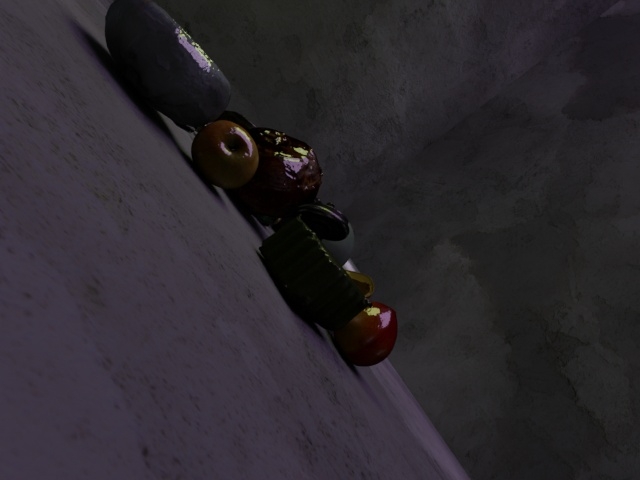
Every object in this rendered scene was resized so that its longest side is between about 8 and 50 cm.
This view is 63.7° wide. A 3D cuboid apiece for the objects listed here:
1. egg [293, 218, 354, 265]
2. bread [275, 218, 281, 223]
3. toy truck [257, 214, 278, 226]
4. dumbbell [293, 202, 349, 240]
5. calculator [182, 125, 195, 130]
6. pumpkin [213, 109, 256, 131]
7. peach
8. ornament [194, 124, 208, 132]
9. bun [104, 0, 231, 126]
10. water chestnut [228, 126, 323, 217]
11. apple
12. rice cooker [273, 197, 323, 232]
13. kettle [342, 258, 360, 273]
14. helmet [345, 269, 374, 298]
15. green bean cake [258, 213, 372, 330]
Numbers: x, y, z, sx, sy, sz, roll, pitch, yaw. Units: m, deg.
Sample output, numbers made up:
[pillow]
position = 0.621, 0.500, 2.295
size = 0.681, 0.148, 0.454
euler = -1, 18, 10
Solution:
[egg]
position = 0.000, 0.000, 2.086
size = 0.276, 0.276, 0.389
euler = 53, 0, 6
[bread]
position = -0.285, -0.214, 2.167
size = 0.368, 0.077, 0.084
euler = 54, 0, 13
[toy truck]
position = -0.233, -0.156, 1.992
size = 0.125, 0.101, 0.243
euler = 33, 18, -50
[dumbbell]
position = -0.023, 0.004, 1.605
size = 0.191, 0.290, 0.192
euler = 21, -22, 9
[calculator]
position = -0.497, -0.440, 1.725
size = 0.161, 0.021, 0.262
euler = 53, 0, -8
[pumpkin]
position = -0.289, -0.320, 1.872
size = 0.169, 0.148, 0.312
euler = 20, -15, 12
[peach]
position = 0.139, 0.268, 1.500
size = 0.197, 0.197, 0.197
euler = 53, 1, -1
[ornament]
position = -0.434, -0.400, 1.964
size = 0.195, 0.153, 0.166
euler = 28, -7, 16
[bun]
position = -0.393, -0.439, 1.295
size = 0.354, 0.194, 0.354
euler = 45, 0, 0
[water chestnut]
position = -0.168, -0.203, 1.724
size = 0.350, 0.302, 0.351
euler = 18, 31, -11
[apple]
position = -0.254, -0.224, 1.369
size = 0.183, 0.182, 0.155
euler = 53, -29, -12
[rice cooker]
position = -0.115, -0.127, 2.324
size = 0.267, 0.267, 0.224
euler = 52, -2, -36
[kettle]
position = 0.068, 0.147, 2.557
size = 0.318, 0.205, 0.265
euler = 56, -1, 13
[helmet]
position = 0.064, 0.197, 1.664
size = 0.205, 0.140, 0.257
euler = 13, 15, 16
[green bean cake]
position = -0.017, 0.094, 1.339
size = 0.247, 0.156, 0.250
euler = 52, 0, 41
